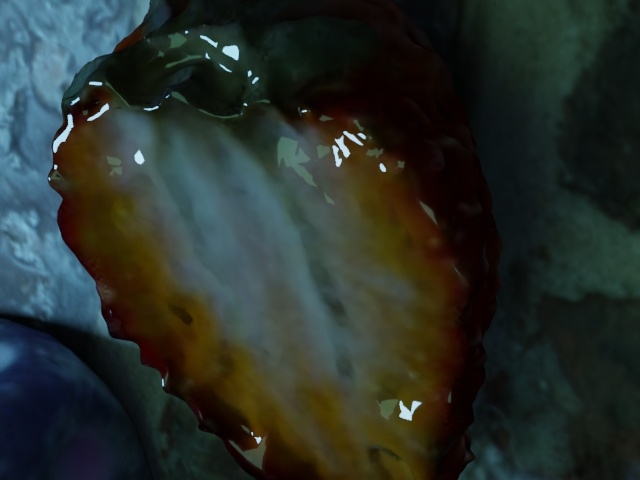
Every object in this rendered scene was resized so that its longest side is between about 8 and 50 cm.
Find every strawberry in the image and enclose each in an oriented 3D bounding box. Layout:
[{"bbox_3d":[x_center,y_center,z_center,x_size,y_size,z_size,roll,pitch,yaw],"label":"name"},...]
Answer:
[{"bbox_3d":[0.000,0.000,0.996,0.265,0.149,0.336,-4,122,30],"label":"strawberry"}]

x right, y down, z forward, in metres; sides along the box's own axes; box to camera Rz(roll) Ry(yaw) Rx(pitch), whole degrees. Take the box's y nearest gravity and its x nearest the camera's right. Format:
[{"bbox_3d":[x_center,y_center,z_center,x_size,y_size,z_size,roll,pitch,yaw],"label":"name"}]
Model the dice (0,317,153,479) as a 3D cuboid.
[{"bbox_3d":[-0.291,0.224,1.233,0.270,0.271,0.270,5,117,34],"label":"dice"}]
